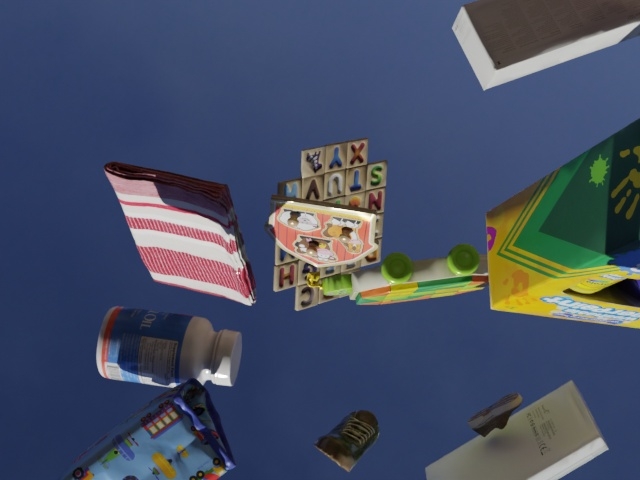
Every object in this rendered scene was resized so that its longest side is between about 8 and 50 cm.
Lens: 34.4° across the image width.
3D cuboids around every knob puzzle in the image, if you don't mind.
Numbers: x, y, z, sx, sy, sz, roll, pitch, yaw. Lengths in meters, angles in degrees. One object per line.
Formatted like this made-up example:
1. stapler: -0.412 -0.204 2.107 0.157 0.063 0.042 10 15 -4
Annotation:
1. knob puzzle: 0.000 0.000 1.708 0.213 0.213 0.030 18 -122 -13

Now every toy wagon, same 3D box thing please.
1. toy wagon: 0.147 0.073 1.921 0.344 0.267 0.068 -8 -100 -4

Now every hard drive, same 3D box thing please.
1. hard drive: 0.323 0.370 1.752 0.040 0.307 0.203 53 -169 -15

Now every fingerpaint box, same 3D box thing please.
1. fingerpaint box: 0.517 0.006 1.439 0.445 0.371 0.163 9 -111 -22

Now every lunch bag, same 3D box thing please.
1. lunch bag: -0.263 0.303 1.537 0.138 0.221 0.293 54 177 -12

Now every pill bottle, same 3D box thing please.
1. pill bottle: -0.247 0.182 1.717 0.222 0.124 0.124 7 -150 6

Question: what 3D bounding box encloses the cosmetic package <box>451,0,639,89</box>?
1. cosmetic package: 0.296 -0.277 1.314 0.239 0.060 0.099 -20 -106 -14

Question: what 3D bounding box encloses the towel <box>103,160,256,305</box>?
1. towel: -0.249 -0.005 1.888 0.237 0.329 0.037 13 -126 19

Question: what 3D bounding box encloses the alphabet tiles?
1. alphabet tiles: 0.023 -0.032 2.099 0.285 0.342 0.011 -14 -153 -38

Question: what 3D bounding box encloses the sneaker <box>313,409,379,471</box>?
1. sneaker: 0.043 0.272 1.449 0.064 0.086 0.192 36 172 12

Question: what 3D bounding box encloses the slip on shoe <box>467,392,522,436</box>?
1. slip on shoe: 0.304 0.300 1.762 0.041 0.135 0.051 52 -133 4
